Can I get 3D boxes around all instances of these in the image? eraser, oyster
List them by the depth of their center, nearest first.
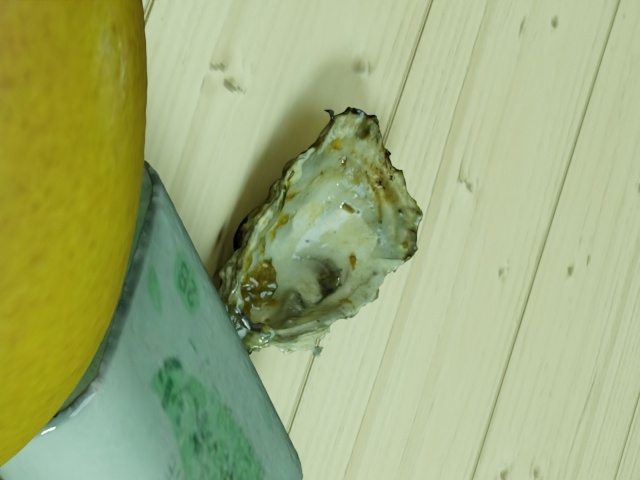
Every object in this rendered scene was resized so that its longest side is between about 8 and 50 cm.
[{"bbox_3d":[-0.083,0.097,0.913,0.227,0.081,0.174,67,23,-43],"label":"eraser"},{"bbox_3d":[-0.005,0.004,1.057,0.177,0.056,0.105,-60,136,-30],"label":"oyster"}]

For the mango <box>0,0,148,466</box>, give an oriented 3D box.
[{"bbox_3d":[-0.179,-0.052,0.591,0.221,0.263,0.378,-51,155,-40],"label":"mango"}]
